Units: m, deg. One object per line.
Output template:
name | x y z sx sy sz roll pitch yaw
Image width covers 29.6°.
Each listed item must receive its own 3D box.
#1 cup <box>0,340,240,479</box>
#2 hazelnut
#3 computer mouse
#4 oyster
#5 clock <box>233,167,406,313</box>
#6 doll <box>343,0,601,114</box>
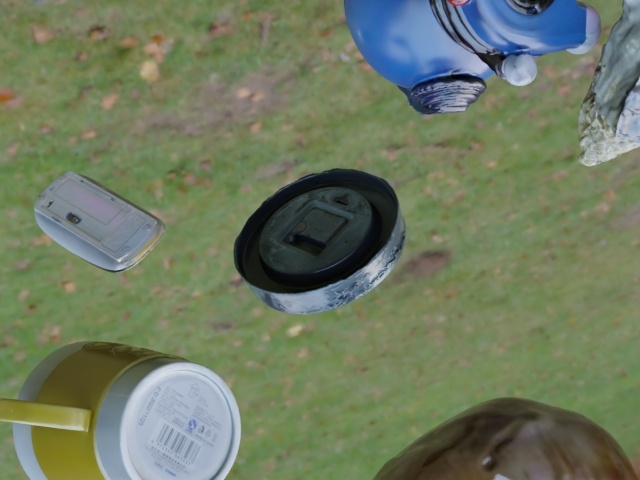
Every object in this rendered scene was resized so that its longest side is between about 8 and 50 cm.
cup | -0.227 0.196 1.292 0.241 0.185 0.226 13 168 -37
hazelnut | 0.207 0.352 1.453 0.372 0.315 0.372 -19 131 -24
computer mouse | -0.289 -0.023 1.588 0.102 0.199 0.045 -50 149 -21
oyster | 0.376 -0.205 1.326 0.166 0.110 0.341 7 126 -35
clock | 0.000 0.000 1.556 0.226 0.226 0.049 -20 129 5
doll | 0.165 -0.296 1.469 0.240 0.284 0.310 -4 -174 -24
